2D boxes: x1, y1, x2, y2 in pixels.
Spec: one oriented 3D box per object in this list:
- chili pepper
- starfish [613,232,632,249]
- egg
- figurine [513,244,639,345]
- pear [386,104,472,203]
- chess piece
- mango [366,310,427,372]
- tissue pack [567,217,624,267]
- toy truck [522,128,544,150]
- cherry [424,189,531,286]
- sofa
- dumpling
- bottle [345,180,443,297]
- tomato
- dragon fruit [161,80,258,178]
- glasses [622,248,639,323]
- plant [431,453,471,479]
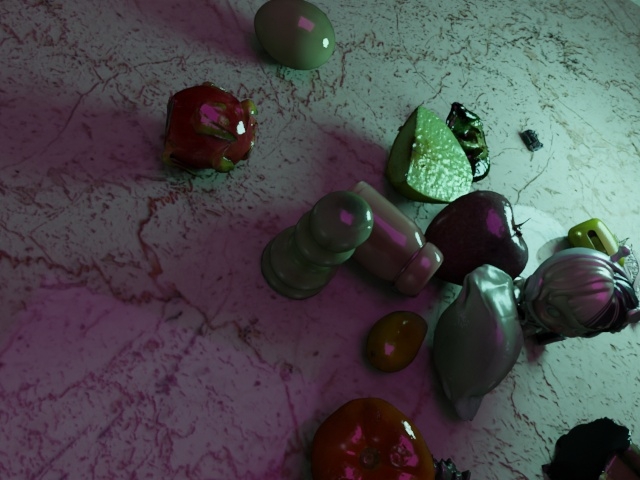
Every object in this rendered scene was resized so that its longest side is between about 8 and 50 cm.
[{"bbox_3d":[0.446,-0.281,1.708,0.148,0.116,0.265,16,60,-30],"label":"chili pepper"},{"bbox_3d":[1.015,0.011,1.859,0.091,0.028,0.078,19,53,-12],"label":"starfish"},{"bbox_3d":[-0.073,-0.592,1.570,0.241,0.186,0.186,28,57,-2],"label":"egg"},{"bbox_3d":[0.618,0.141,1.421,0.253,0.361,0.211,18,69,-16],"label":"figurine"},{"bbox_3d":[0.320,-0.206,1.585,0.239,0.139,0.288,21,61,-16],"label":"pear"},{"bbox_3d":[0.000,0.000,1.221,0.182,0.330,0.183,10,63,-20],"label":"chess piece"},{"bbox_3d":[0.188,0.240,1.330,0.194,0.092,0.130,-21,74,-36],"label":"mango"},{"bbox_3d":[0.856,0.023,1.708,0.127,0.123,0.178,14,51,-65],"label":"tissue pack"},{"bbox_3d":[0.735,-0.348,1.902,0.039,0.044,0.083,-5,67,-49],"label":"toy truck"},{"bbox_3d":[0.407,0.008,1.453,0.307,0.221,0.261,-23,98,11],"label":"cherry"},{"bbox_3d":[0.700,0.560,1.307,0.182,0.258,0.200,-40,85,-20],"label":"sofa"},{"bbox_3d":[0.385,0.236,1.348,0.211,0.321,0.270,35,24,13],"label":"dumpling"},{"bbox_3d":[0.158,0.010,1.379,0.296,0.206,0.173,38,56,9],"label":"bottle"},{"bbox_3d":[0.099,0.456,1.116,0.259,0.180,0.260,-3,58,6],"label":"tomato"},{"bbox_3d":[-0.263,-0.261,1.314,0.227,0.224,0.224,17,59,-18],"label":"dragon fruit"},{"bbox_3d":[1.001,0.132,1.755,0.162,0.095,0.256,29,59,-19],"label":"glasses"},{"bbox_3d":[0.270,0.563,1.171,0.129,0.132,0.195,18,67,-57],"label":"plant"}]
